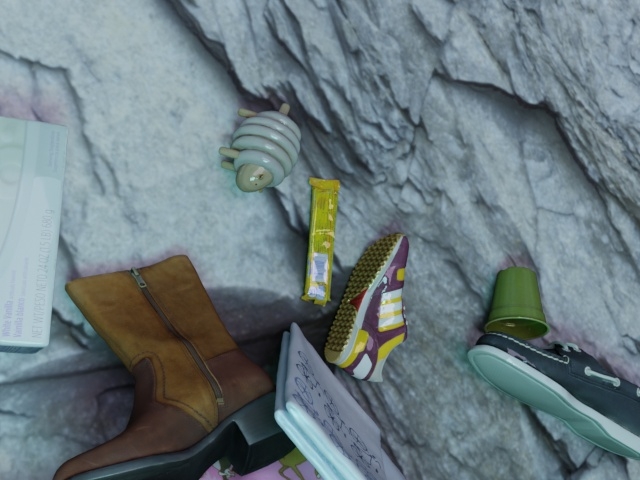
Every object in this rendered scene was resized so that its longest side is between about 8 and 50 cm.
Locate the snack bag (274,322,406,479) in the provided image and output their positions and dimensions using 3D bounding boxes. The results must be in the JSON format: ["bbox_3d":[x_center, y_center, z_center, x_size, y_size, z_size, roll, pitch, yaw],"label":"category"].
[{"bbox_3d":[0.064,0.257,1.065,0.037,0.323,0.342,-37,96,3],"label":"snack bag"}]

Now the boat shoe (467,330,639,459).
[{"bbox_3d":[0.317,0.181,1.292,0.302,0.114,0.091,34,70,-26],"label":"boat shoe"}]

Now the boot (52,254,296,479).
[{"bbox_3d":[-0.190,0.128,1.016,0.264,0.096,0.280,-18,53,-30],"label":"boot"}]

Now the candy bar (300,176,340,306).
[{"bbox_3d":[0.000,0.000,1.238,0.040,0.018,0.161,8,78,-17],"label":"candy bar"}]

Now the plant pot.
[{"bbox_3d":[0.254,0.079,1.302,0.083,0.083,0.079,13,64,-20],"label":"plant pot"}]

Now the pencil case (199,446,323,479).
[{"bbox_3d":[-0.154,0.307,1.031,0.386,0.167,0.160,-13,127,-26],"label":"pencil case"}]

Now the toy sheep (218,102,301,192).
[{"bbox_3d":[-0.066,-0.113,1.196,0.091,0.091,0.132,28,66,-16],"label":"toy sheep"}]

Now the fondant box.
[{"bbox_3d":[-0.437,-0.016,1.020,0.330,0.096,0.238,6,79,-20],"label":"fondant box"}]

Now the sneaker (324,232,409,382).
[{"bbox_3d":[0.075,0.082,1.234,0.084,0.069,0.185,32,76,-24],"label":"sneaker"}]
